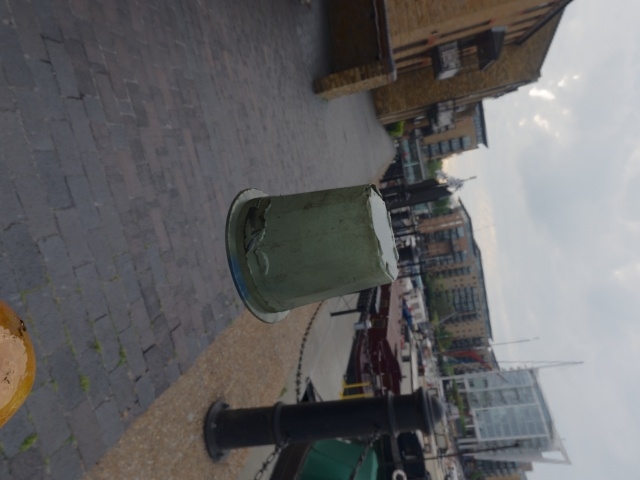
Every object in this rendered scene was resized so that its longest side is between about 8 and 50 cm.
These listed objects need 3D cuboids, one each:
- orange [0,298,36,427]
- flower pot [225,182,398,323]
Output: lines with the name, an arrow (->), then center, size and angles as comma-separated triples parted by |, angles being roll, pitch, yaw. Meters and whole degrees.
orange -> -0.535, 0.180, 0.567 | 0.246, 0.246, 0.245 | -11, 90, -77
flower pot -> 0.000, 0.000, 0.617 | 0.212, 0.203, 0.212 | -15, 90, -72
